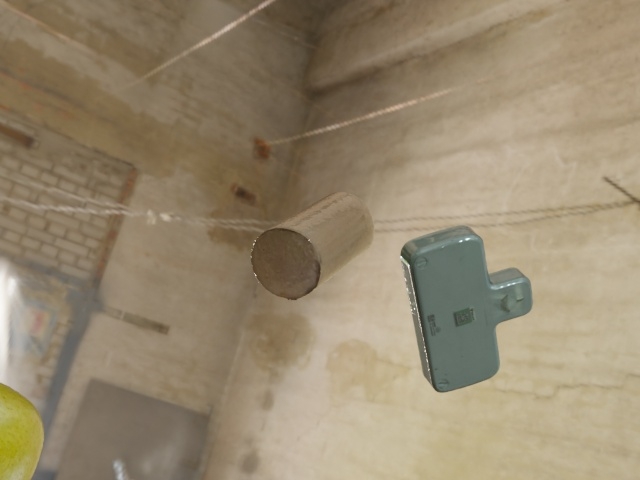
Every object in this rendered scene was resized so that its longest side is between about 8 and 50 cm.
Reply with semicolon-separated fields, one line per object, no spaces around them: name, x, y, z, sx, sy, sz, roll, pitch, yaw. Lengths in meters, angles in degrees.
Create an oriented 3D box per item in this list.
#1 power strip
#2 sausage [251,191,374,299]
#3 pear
power strip;0.240;0.102;1.242;0.193;0.265;0.059;-16;22;-7
sausage;0.000;0.000;1.300;0.123;0.123;0.253;10;21;24
pear;-0.418;0.236;0.921;0.266;0.267;0.178;7;12;34
